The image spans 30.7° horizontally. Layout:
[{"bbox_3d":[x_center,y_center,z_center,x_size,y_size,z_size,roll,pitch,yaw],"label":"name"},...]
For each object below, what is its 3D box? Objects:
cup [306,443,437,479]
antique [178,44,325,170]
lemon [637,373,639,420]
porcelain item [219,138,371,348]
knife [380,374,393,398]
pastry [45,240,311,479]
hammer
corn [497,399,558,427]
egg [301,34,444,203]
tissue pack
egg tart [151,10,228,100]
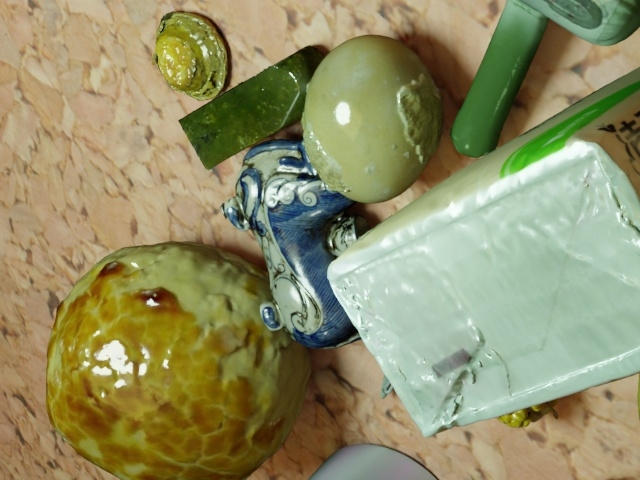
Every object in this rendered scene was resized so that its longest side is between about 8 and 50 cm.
[{"bbox_3d":[0.021,0.470,1.598,0.253,0.371,0.253,15,121,27],"label":"cup"},{"bbox_3d":[-0.075,-0.171,1.485,0.221,0.081,0.080,-22,102,43],"label":"antique"},{"bbox_3d":[0.445,0.154,1.120,0.219,0.240,0.240,20,140,-18],"label":"lemon"},{"bbox_3d":[0.000,0.000,1.510,0.186,0.138,0.287,-15,100,28],"label":"porcelain item"},{"bbox_3d":[0.115,0.150,1.561,0.022,0.026,0.184,13,132,-12],"label":"knife"},{"bbox_3d":[-0.209,0.187,1.638,0.389,0.312,0.388,16,129,20],"label":"pastry"},{"bbox_3d":[0.209,-0.209,1.205,0.206,0.119,0.335,40,142,18],"label":"hammer"},{"bbox_3d":[0.183,0.103,1.412,0.310,0.101,0.101,53,137,3],"label":"corn"},{"bbox_3d":[0.061,-0.137,1.336,0.164,0.164,0.201,24,130,31],"label":"egg"},{"bbox_3d":[0.261,-0.025,1.045,0.332,0.405,0.205,-32,88,47],"label":"tissue pack"},{"bbox_3d":[-0.181,-0.243,1.570,0.130,0.052,0.130,21,128,29],"label":"egg tart"}]
